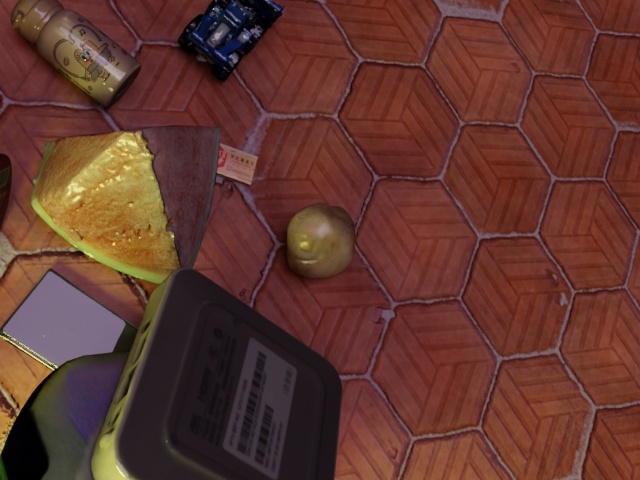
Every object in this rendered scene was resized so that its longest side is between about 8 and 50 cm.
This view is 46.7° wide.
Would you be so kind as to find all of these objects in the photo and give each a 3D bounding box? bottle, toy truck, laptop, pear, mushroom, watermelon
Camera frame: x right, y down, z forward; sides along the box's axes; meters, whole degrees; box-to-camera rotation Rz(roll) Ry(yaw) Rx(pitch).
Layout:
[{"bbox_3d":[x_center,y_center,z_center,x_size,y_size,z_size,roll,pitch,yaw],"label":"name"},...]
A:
[{"bbox_3d":[-0.405,-0.325,1.227,0.209,0.097,0.110,40,33,-10],"label":"bottle"},{"bbox_3d":[-0.152,-0.403,1.339,0.113,0.126,0.208,39,64,-11],"label":"toy truck"},{"bbox_3d":[-0.389,0.144,1.161,0.180,0.016,0.129,38,66,-12],"label":"laptop"},{"bbox_3d":[-0.282,0.369,1.026,0.398,0.165,0.399,33,38,-30],"label":"pear"},{"bbox_3d":[0.000,0.000,1.314,0.148,0.112,0.148,-13,118,-25],"label":"mushroom"},{"bbox_3d":[-0.285,-0.123,1.157,0.283,0.293,0.250,16,42,-19],"label":"watermelon"}]

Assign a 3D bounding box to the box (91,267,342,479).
[{"bbox_3d":[-0.124,0.259,1.094,0.373,0.090,0.367,38,35,-25],"label":"box"}]

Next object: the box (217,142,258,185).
[{"bbox_3d":[-0.162,-0.139,1.330,0.093,0.015,0.058,18,69,-19],"label":"box"}]

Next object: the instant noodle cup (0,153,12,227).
[{"bbox_3d":[-0.562,-0.040,1.025,0.178,0.235,0.235,20,70,-8],"label":"instant noodle cup"}]
